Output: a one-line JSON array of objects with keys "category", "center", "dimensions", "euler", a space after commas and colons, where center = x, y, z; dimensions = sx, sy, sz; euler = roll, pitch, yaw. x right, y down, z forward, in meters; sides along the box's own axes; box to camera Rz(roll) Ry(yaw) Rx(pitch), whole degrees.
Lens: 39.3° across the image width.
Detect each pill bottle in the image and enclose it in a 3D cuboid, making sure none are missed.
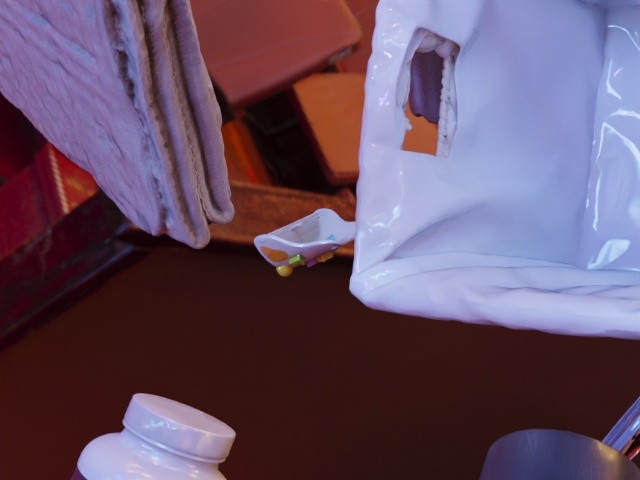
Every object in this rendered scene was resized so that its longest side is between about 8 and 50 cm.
[{"category": "pill bottle", "center": [-0.212, 0.343, 0.995], "dimensions": [0.181, 0.323, 0.181], "euler": [22, -4, 1]}]

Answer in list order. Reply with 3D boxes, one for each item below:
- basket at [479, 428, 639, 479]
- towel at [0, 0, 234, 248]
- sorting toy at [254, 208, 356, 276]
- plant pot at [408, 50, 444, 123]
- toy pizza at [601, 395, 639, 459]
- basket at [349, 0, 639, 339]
[{"category": "basket", "center": [0.163, 0.269, 0.660], "dimensions": [0.154, 0.204, 0.227], "euler": [21, 49, 4]}, {"category": "towel", "center": [-0.135, -0.128, 0.430], "dimensions": [0.282, 0.049, 0.187], "euler": [39, -33, 37]}, {"category": "sorting toy", "center": [0.000, 0.000, 0.781], "dimensions": [0.083, 0.075, 0.045], "euler": [-26, 100, -45]}, {"category": "plant pot", "center": [0.150, -0.213, 0.913], "dimensions": [0.167, 0.167, 0.165], "euler": [-97, -178, -63]}, {"category": "toy pizza", "center": [0.372, 0.207, 1.027], "dimensions": [0.032, 0.201, 0.201], "euler": [40, 8, 17]}, {"category": "basket", "center": [0.232, -0.095, 0.622], "dimensions": [0.266, 0.331, 0.328], "euler": [8, 85, -39]}]
